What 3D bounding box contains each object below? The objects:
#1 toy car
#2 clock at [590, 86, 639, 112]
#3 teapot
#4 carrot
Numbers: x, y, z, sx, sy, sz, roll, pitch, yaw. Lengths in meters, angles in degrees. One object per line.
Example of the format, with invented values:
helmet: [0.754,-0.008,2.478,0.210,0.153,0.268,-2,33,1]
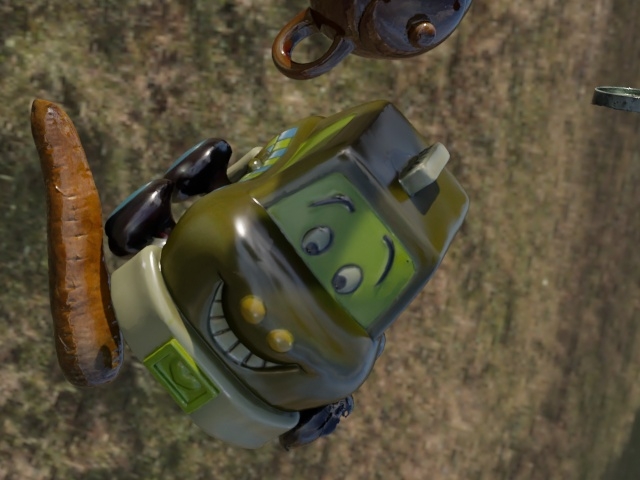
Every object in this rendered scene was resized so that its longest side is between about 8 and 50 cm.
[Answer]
toy car: [0.000,0.000,0.797,0.204,0.198,0.248,51,32,-7]
clock: [0.330,-0.149,1.283,0.085,0.085,0.017,-18,117,-57]
teapot: [0.063,-0.234,1.212,0.178,0.252,0.135,46,18,-51]
carrot: [-0.160,0.003,0.786,0.047,0.047,0.191,-21,108,-56]
